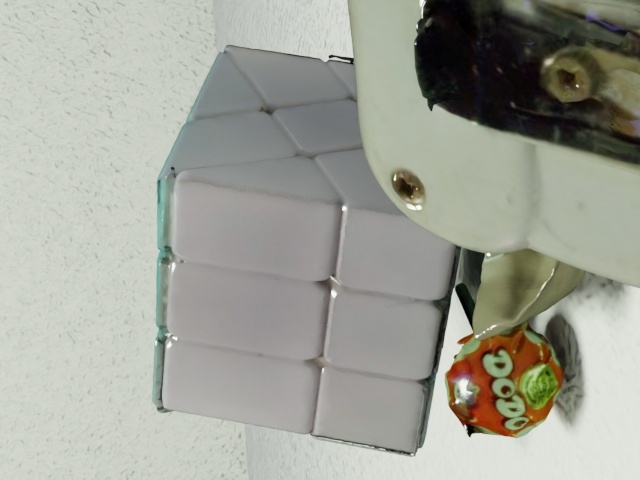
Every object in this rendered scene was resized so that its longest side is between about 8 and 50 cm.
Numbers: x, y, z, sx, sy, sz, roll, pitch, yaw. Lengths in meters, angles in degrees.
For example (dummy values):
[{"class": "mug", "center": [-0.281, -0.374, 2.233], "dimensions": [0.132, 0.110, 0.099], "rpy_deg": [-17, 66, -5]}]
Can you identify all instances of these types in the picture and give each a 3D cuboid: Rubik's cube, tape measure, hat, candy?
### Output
[{"class": "Rubik's cube", "center": [0.000, 0.000, 1.165], "dimensions": [0.231, 0.221, 0.225], "rpy_deg": [-74, -8, -55]}, {"class": "tape measure", "center": [0.114, -0.107, 0.592], "dimensions": [0.265, 0.130, 0.258], "rpy_deg": [19, 133, 31]}, {"class": "hat", "center": [0.151, -0.023, 0.986], "dimensions": [0.173, 0.144, 0.166], "rpy_deg": [-2, -95, -57]}, {"class": "candy", "center": [0.124, 0.077, 1.132], "dimensions": [0.078, 0.084, 0.288], "rpy_deg": [53, -175, -12]}]
